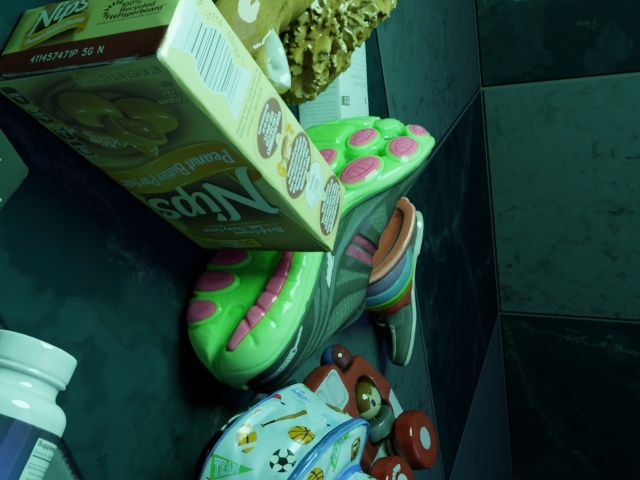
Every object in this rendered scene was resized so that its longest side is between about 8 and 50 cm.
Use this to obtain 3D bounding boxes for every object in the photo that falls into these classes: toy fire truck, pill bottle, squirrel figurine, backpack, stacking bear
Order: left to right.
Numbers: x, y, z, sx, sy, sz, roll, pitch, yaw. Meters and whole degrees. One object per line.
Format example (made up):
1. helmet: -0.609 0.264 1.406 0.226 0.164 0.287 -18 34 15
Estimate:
1. pill bottle: -0.247 0.156 0.430 0.094 0.094 0.169 55 43 -50
2. backpack: -0.045 0.307 0.673 0.276 0.213 0.263 -25 128 -62
3. squirrel figurine: -0.037 -0.300 0.656 0.397 0.281 0.370 38 63 -55
4. toy fire truck: 0.056 0.315 0.997 0.253 0.169 0.302 64 31 -10
5. stacking bear: 0.096 0.051 1.060 0.289 0.176 0.164 53 47 -62

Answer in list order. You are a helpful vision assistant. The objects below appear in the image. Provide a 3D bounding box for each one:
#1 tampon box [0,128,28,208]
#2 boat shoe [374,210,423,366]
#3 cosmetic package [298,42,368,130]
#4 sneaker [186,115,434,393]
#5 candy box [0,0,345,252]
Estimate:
1. tampon box: -0.271 -0.063 0.320 0.101 0.121 0.161 -91 165 -53
2. boat shoe: 0.148 0.096 1.252 0.112 0.096 0.335 -169 -97 -81
3. cosmetic package: 0.023 -0.214 0.975 0.117 0.086 0.231 -24 111 -61
4. sneaker: 0.000 0.000 0.830 0.482 0.185 0.202 -51 149 -26
5. candy box: -0.119 -0.092 0.578 0.316 0.183 0.087 49 49 -53
